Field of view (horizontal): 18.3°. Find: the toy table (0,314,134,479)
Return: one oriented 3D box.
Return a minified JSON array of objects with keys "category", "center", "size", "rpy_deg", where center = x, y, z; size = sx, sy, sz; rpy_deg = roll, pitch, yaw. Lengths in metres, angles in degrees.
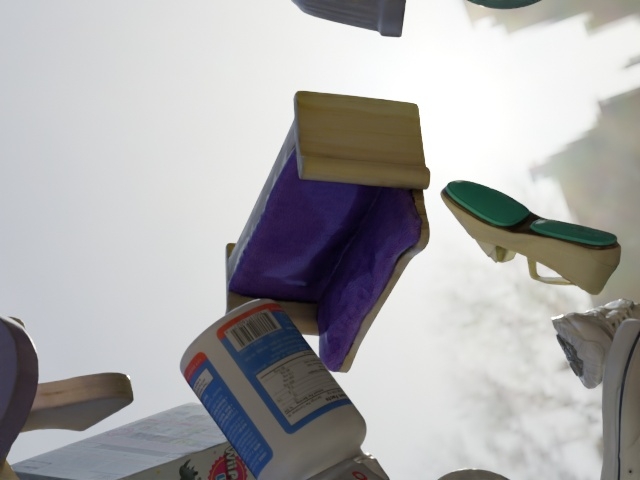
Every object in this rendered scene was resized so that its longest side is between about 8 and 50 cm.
[{"category":"toy table","center":[-0.312,0.169,1.762],"size":[0.161,0.274,0.252],"rpy_deg":[24,-124,-49]}]

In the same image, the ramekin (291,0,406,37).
[{"category":"ramekin","center":[0.035,-0.296,1.837],"size":[0.207,0.109,0.207],"rpy_deg":[7,-90,-89]}]

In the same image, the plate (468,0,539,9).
[{"category":"plate","center":[0.198,-0.342,2.127],"size":[0.024,0.188,0.188],"rpy_deg":[-126,15,-83]}]

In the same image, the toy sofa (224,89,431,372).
[{"category":"toy sofa","center":[0.000,0.000,2.297],"size":[0.150,0.362,0.177],"rpy_deg":[6,-123,-15]}]

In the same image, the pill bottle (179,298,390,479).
[{"category":"pill bottle","center":[-0.032,0.177,1.975],"size":[0.221,0.124,0.124],"rpy_deg":[54,-162,18]}]

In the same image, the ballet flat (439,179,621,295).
[{"category":"ballet flat","center":[0.242,0.002,2.368],"size":[0.086,0.248,0.086],"rpy_deg":[-30,-48,-41]}]

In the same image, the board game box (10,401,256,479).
[{"category":"board game box","center":[-0.194,0.279,2.352],"size":[0.303,0.224,0.097],"rpy_deg":[-17,-78,-41]}]

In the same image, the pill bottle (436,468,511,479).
[{"category":"pill bottle","center":[0.127,0.379,2.077],"size":[0.318,0.176,0.176],"rpy_deg":[109,168,-48]}]

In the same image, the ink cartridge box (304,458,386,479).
[{"category":"ink cartridge box","center":[0.017,0.282,1.645],"size":[0.160,0.092,0.219],"rpy_deg":[35,-157,20]}]

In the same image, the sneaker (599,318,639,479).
[{"category":"sneaker","center":[0.350,0.210,2.102],"size":[0.094,0.091,0.258],"rpy_deg":[28,-117,-61]}]

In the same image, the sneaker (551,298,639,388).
[{"category":"sneaker","center":[0.330,0.104,2.273],"size":[0.090,0.115,0.232],"rpy_deg":[63,-175,0]}]
